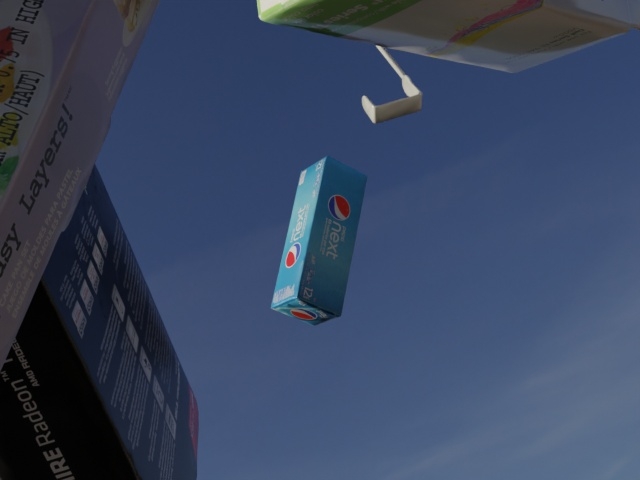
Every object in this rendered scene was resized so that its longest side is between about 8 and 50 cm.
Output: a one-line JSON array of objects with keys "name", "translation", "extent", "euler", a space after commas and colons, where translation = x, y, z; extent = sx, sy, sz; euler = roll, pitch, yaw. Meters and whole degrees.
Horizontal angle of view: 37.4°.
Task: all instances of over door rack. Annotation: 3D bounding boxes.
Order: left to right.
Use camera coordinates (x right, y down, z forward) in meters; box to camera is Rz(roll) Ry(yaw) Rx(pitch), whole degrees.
[{"name": "over door rack", "translation": [0.067, -0.312, 0.979], "extent": [0.108, 0.324, 0.240], "euler": [-9, -45, -4]}]

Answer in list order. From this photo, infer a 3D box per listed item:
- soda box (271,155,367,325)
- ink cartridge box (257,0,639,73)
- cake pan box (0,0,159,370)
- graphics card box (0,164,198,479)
[{"name": "soda box", "translation": [0.000, 0.000, 1.244], "extent": [0.071, 0.210, 0.067], "euler": [25, -28, -26]}, {"name": "ink cartridge box", "translation": [0.113, -0.247, 0.705], "extent": [0.353, 0.207, 0.119], "euler": [1, -11, -42]}, {"name": "cake pan box", "translation": [-0.231, -0.065, 0.446], "extent": [0.245, 0.267, 0.070], "euler": [13, -22, 12]}, {"name": "graphics card box", "translation": [-0.190, 0.053, 0.682], "extent": [0.094, 0.233, 0.371], "euler": [-16, -63, 2]}]
